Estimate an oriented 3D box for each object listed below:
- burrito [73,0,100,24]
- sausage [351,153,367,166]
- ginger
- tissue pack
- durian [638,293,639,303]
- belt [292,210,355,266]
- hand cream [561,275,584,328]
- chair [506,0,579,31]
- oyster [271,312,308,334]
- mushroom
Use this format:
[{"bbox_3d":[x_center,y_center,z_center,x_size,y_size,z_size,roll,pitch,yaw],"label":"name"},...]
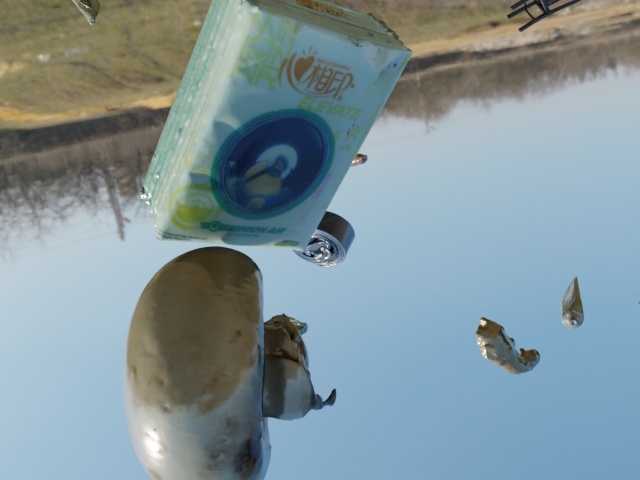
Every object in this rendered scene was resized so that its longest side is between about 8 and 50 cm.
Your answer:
[{"bbox_3d":[-0.470,-0.486,1.438,0.041,0.149,0.055,-36,178,37],"label":"burrito"},{"bbox_3d":[0.063,-0.239,2.198,0.176,0.047,0.040,2,-124,34],"label":"sausage"},{"bbox_3d":[0.331,0.197,1.307,0.051,0.070,0.173,-20,138,37],"label":"ginger"},{"bbox_3d":[-0.078,-0.173,1.112,0.287,0.388,0.162,4,-143,-38],"label":"tissue pack"},{"bbox_3d":[0.754,0.104,1.405,0.258,0.258,0.293,-5,-151,23],"label":"durian"},{"bbox_3d":[0.000,0.000,1.887,0.190,0.141,0.082,-22,-148,52],"label":"belt"},{"bbox_3d":[0.442,0.112,1.302,0.037,0.057,0.165,27,-157,7],"label":"hand cream"},{"bbox_3d":[0.557,-0.608,1.798,0.212,0.084,0.101,-27,-140,11],"label":"chair"},{"bbox_3d":[-0.106,0.278,2.049,0.087,0.252,0.199,8,-152,-11],"label":"oyster"},{"bbox_3d":[-0.124,0.187,1.055,0.294,0.363,0.362,-2,-169,-3],"label":"mushroom"}]
